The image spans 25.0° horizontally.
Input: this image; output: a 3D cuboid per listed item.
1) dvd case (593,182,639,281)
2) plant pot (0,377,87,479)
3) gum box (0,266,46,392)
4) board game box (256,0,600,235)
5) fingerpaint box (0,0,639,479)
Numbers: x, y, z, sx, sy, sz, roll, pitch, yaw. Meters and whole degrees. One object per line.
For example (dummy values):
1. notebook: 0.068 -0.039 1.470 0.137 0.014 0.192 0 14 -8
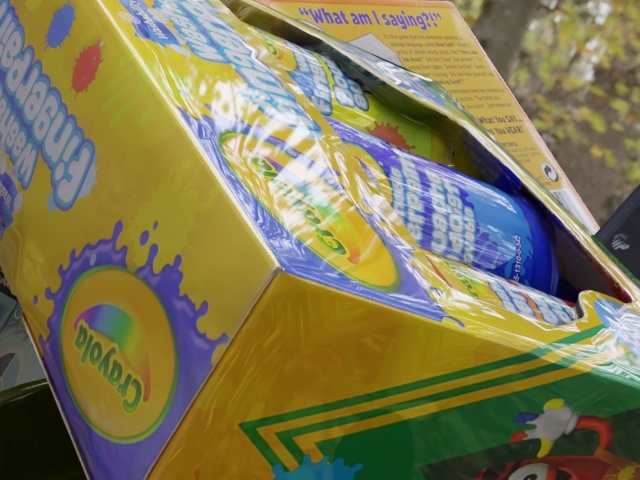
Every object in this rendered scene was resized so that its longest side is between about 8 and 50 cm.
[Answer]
1. dvd case: 0.322 0.050 1.240 0.029 0.179 0.238 29 17 -44
2. plant pot: -0.093 0.323 0.895 0.366 0.353 0.366 15 18 -5
3. gum box: -0.235 0.105 0.982 0.041 0.184 0.157 28 -12 10
4. board game box: 0.022 -0.025 1.621 0.356 0.356 0.356 -43 -112 36
5. fingerpaint box: 0.000 0.000 0.874 0.371 0.163 0.445 19 22 -35
